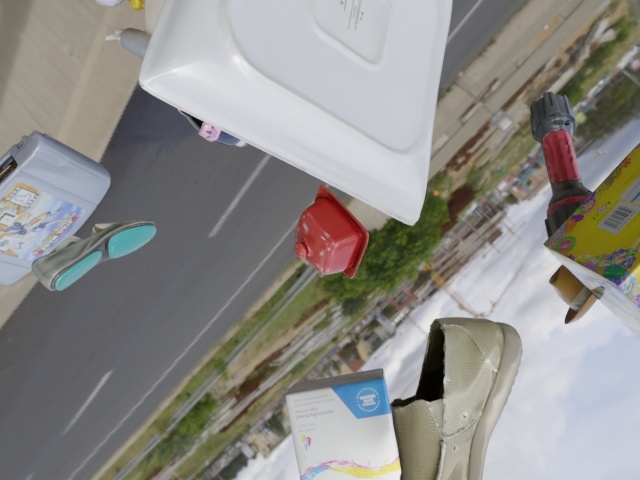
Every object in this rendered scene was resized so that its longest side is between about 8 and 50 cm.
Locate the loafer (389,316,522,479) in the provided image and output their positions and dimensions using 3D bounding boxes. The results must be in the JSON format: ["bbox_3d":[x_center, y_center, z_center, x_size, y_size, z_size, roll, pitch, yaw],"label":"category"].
[{"bbox_3d":[0.107,0.192,0.531,0.102,0.092,0.268,119,-5,-73],"label":"loafer"}]

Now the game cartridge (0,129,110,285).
[{"bbox_3d":[-0.518,-0.042,0.957,0.297,0.062,0.198,-44,153,4],"label":"game cartridge"}]

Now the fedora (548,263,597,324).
[{"bbox_3d":[0.496,0.069,1.057,0.194,0.079,0.194,-51,163,-23],"label":"fedora"}]

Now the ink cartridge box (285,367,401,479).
[{"bbox_3d":[0.042,0.301,0.733,0.134,0.230,0.078,-11,176,4],"label":"ink cartridge box"}]

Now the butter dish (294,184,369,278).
[{"bbox_3d":[0.000,0.000,1.098,0.118,0.160,0.159,-27,152,-29],"label":"butter dish"}]

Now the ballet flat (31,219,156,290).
[{"bbox_3d":[-0.372,0.006,0.909,0.213,0.068,0.072,-38,161,-44],"label":"ballet flat"}]

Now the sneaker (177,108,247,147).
[{"bbox_3d":[-0.281,-0.332,1.250,0.131,0.319,0.112,-4,132,-47],"label":"sneaker"}]

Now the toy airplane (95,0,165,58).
[{"bbox_3d":[-0.377,-0.571,1.229,0.273,0.385,0.385,-32,-153,-32],"label":"toy airplane"}]

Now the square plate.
[{"bbox_3d":[0.020,-0.234,0.590,0.049,0.344,0.346,-14,-121,52],"label":"square plate"}]

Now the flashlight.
[{"bbox_3d":[0.439,-0.134,0.993,0.103,0.103,0.303,136,-39,-53],"label":"flashlight"}]

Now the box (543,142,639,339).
[{"bbox_3d":[0.545,0.006,0.780,0.290,0.279,0.177,-49,-161,7],"label":"box"}]
